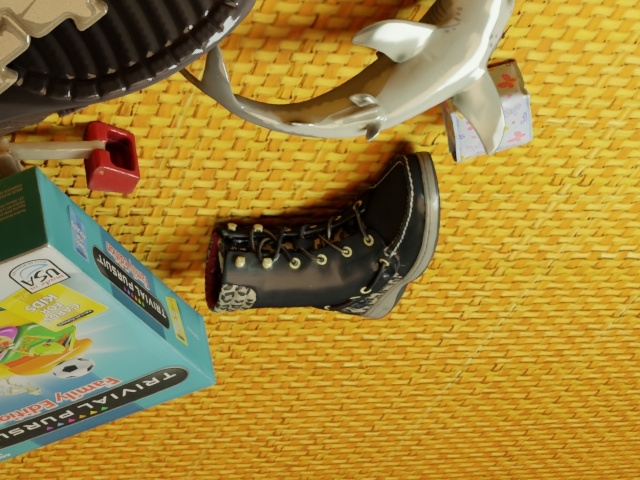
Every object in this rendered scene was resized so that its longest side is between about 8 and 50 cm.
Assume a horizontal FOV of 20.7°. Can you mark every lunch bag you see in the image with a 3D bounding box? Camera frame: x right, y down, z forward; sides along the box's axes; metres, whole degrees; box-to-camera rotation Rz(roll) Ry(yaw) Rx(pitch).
[{"bbox_3d":[0.139,-0.104,1.473,0.071,0.053,0.083,-15,142,0],"label":"lunch bag"}]

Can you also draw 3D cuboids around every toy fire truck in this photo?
[{"bbox_3d":[-0.258,-0.048,1.425,0.192,0.047,0.135,7,146,-29],"label":"toy fire truck"}]

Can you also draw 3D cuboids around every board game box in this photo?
[{"bbox_3d":[-0.272,0.081,1.511,0.253,0.079,0.336,-21,151,12],"label":"board game box"}]

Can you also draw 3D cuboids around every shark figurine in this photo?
[{"bbox_3d":[0.031,-0.130,1.346,0.278,0.116,0.166,-20,118,-1],"label":"shark figurine"}]

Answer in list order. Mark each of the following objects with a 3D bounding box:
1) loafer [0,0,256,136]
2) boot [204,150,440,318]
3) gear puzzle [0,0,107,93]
[{"bbox_3d":[-0.213,-0.145,1.224,0.366,0.134,0.130,-19,-172,9],"label":"loafer"},{"bbox_3d":[0.000,0.002,1.577,0.178,0.085,0.236,0,150,-17],"label":"boot"},{"bbox_3d":[-0.238,-0.181,1.121,0.339,0.044,0.175,-34,120,19],"label":"gear puzzle"}]
